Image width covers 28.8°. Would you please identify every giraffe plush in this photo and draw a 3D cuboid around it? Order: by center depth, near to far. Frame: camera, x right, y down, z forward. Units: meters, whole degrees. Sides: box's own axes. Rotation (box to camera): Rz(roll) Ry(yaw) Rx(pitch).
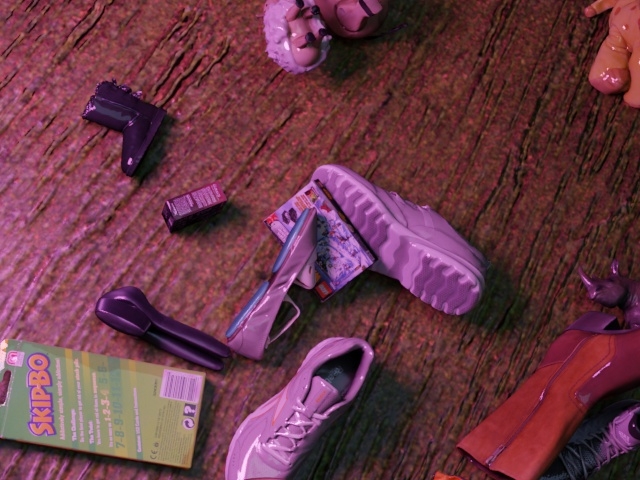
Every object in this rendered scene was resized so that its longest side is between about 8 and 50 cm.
[{"bbox_3d":[0.497,-0.314,1.813,0.181,0.170,0.210,-5,76,-14],"label":"giraffe plush"}]

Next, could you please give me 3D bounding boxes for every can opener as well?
[{"bbox_3d":[-0.203,0.118,1.592,0.186,0.059,0.073,28,43,-14],"label":"can opener"}]

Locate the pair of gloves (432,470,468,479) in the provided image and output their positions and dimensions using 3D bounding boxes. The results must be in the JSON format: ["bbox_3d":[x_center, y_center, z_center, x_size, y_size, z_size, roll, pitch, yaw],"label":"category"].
[{"bbox_3d":[0.172,0.350,1.635,0.074,0.010,0.083,23,73,-7],"label":"pair of gloves"}]

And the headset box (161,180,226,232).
[{"bbox_3d":[-0.163,-0.046,1.641,0.083,0.062,0.032,-24,82,-17],"label":"headset box"}]

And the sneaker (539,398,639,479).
[{"bbox_3d":[0.366,0.266,1.638,0.229,0.132,0.086,-29,83,-19],"label":"sneaker"}]

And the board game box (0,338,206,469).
[{"bbox_3d":[-0.281,0.205,1.558,0.259,0.039,0.124,12,72,-12],"label":"board game box"}]

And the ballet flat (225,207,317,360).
[{"bbox_3d":[-0.045,0.060,1.621,0.068,0.072,0.213,32,89,-8],"label":"ballet flat"}]

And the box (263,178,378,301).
[{"bbox_3d":[0.000,0.000,1.656,0.094,0.027,0.137,-38,85,23],"label":"box"}]

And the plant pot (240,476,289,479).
[{"bbox_3d":[-0.074,0.401,1.501,0.237,0.110,0.237,1,84,-12],"label":"plant pot"}]

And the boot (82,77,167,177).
[{"bbox_3d":[-0.269,-0.152,1.656,0.099,0.045,0.121,26,63,-7],"label":"boot"}]

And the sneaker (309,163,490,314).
[{"bbox_3d":[0.106,-0.009,1.693,0.281,0.105,0.115,38,35,5],"label":"sneaker"}]

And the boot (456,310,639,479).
[{"bbox_3d":[0.337,0.207,1.588,0.280,0.264,0.096,-41,120,-22],"label":"boot"}]

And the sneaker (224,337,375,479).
[{"bbox_3d":[-0.026,0.218,1.567,0.099,0.121,0.262,37,71,-1],"label":"sneaker"}]

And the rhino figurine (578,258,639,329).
[{"bbox_3d":[0.458,0.106,1.732,0.243,0.073,0.106,33,42,-2],"label":"rhino figurine"}]

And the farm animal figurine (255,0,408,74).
[{"bbox_3d":[0.008,-0.422,1.744,0.330,0.172,0.327,-26,94,-26],"label":"farm animal figurine"}]
